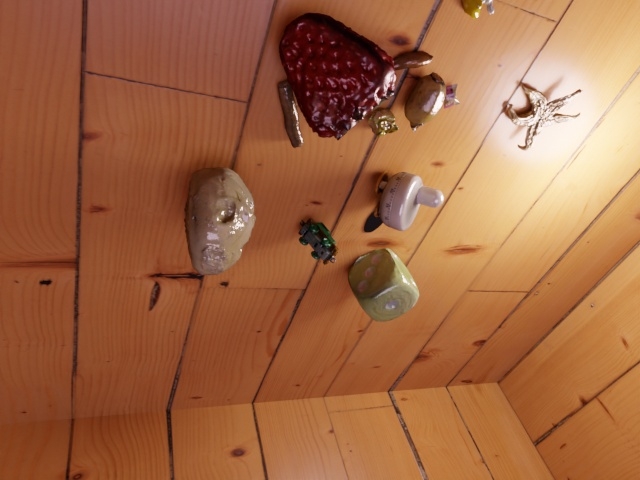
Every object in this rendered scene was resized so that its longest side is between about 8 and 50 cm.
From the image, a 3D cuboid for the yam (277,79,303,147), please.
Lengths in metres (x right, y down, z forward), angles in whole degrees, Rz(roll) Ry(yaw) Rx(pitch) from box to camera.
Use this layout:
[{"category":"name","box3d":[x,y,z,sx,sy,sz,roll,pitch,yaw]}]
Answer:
[{"category":"yam","box3d":[-0.098,-0.415,1.556,0.056,0.057,0.241,-17,135,-5]}]

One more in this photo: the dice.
[{"category":"dice","box3d":[0.292,0.207,2.180,0.252,0.250,0.254,-34,135,12]}]

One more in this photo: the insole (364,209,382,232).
[{"category":"insole","box3d":[0.261,-0.127,2.015,0.086,0.005,0.253,8,130,-28]}]

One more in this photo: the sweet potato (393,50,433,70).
[{"category":"sweet potato","box3d":[0.277,-0.586,1.535,0.194,0.056,0.056,-13,136,-3]}]

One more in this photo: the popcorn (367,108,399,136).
[{"category":"popcorn","box3d":[0.220,-0.417,1.657,0.109,0.089,0.097,29,106,-36]}]

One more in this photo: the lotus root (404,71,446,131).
[{"category":"lotus root","box3d":[0.360,-0.472,1.634,0.125,0.118,0.221,14,126,-10]}]

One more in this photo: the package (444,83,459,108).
[{"category":"package","box3d":[0.470,-0.520,1.691,0.059,0.029,0.083,-16,127,5]}]

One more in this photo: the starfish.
[{"category":"starfish","box3d":[0.878,-0.506,1.843,0.302,0.060,0.299,-16,131,3]}]

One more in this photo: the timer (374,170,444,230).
[{"category":"timer","box3d":[0.344,-0.150,1.849,0.233,0.240,0.234,-44,144,-44]}]

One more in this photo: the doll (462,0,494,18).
[{"category":"doll","box3d":[0.496,-0.758,1.442,0.113,0.071,0.135,-19,133,-14]}]

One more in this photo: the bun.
[{"category":"bun","box3d":[-0.351,-0.062,1.604,0.234,0.362,0.326,2,172,-22]}]

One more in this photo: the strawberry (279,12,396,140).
[{"category":"strawberry","box3d":[0.030,-0.503,1.398,0.317,0.295,0.345,-33,105,36]}]

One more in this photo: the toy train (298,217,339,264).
[{"category":"toy train","box3d":[0.000,0.000,1.908,0.091,0.228,0.136,-51,159,27]}]
